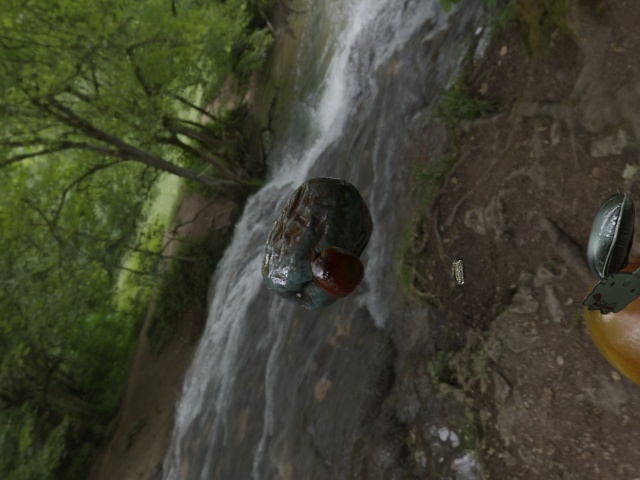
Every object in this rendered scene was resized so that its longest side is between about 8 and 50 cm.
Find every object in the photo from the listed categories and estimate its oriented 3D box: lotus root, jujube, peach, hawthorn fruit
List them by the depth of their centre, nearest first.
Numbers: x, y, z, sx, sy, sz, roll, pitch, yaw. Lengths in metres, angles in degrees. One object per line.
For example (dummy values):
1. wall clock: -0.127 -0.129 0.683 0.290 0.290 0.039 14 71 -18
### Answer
1. hawthorn fruit: 0.023 0.044 0.618 0.077 0.077 0.077 -35 48 53
2. jujube: -0.007 -0.004 1.019 0.246 0.215 0.308 132 162 -70
3. peach: 0.814 0.205 1.044 0.308 0.307 0.333 -51 45 41
4. lotus root: 0.424 0.093 1.334 0.037 0.030 0.084 1 106 36

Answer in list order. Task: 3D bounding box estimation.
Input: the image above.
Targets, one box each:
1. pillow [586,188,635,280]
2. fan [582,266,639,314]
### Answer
1. pillow: 0.427 -0.007 0.644 0.055 0.091 0.136 18 108 51
2. fan: 0.288 0.039 0.410 0.004 0.055 0.083 -100 33 -53
